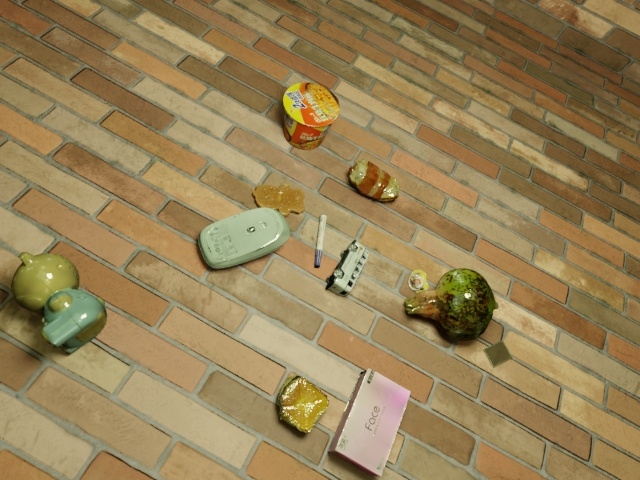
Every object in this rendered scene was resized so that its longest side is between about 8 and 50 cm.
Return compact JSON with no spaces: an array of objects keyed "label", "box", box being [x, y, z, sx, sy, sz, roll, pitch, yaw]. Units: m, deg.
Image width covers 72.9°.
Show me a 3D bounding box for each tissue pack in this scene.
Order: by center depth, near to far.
[{"label":"tissue pack","box":[0.143,0.512,1.230,0.148,0.092,0.246,29,60,0]}]

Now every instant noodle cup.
[{"label":"instant noodle cup","box":[-0.047,-0.456,1.632,0.213,0.174,0.213,5,63,-11]}]

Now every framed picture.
[{"label":"framed picture","box":[0.599,0.382,1.463,0.089,0.007,0.066,-18,70,-22]}]

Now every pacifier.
[{"label":"pacifier","box":[0.344,0.142,1.503,0.064,0.068,0.083,-4,79,-53]}]

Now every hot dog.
[{"label":"hot dog","box":[0.198,-0.215,1.619,0.213,0.103,0.146,36,39,-5]}]

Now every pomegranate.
[{"label":"pomegranate","box":[0.428,0.214,1.421,0.204,0.276,0.222,38,45,-44]}]

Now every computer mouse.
[{"label":"computer mouse","box":[-0.241,-0.008,1.399,0.288,0.097,0.160,-23,72,-12]}]

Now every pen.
[{"label":"pen","box":[0.000,0.000,1.496,0.025,0.025,0.204,12,62,-8]}]

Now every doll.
[{"label":"doll","box":[-0.698,0.151,1.153,0.161,0.177,0.261,-40,81,-23]}]

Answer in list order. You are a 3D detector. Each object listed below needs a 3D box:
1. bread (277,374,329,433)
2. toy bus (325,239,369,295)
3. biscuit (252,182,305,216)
[{"label":"bread","box":[-0.058,0.460,1.218,0.140,0.069,0.128,37,62,2]},{"label":"toy bus","box":[0.095,0.091,1.441,0.089,0.087,0.194,33,60,-4]},{"label":"biscuit","box":[-0.143,-0.142,1.530,0.184,0.027,0.134,-7,66,-16]}]
